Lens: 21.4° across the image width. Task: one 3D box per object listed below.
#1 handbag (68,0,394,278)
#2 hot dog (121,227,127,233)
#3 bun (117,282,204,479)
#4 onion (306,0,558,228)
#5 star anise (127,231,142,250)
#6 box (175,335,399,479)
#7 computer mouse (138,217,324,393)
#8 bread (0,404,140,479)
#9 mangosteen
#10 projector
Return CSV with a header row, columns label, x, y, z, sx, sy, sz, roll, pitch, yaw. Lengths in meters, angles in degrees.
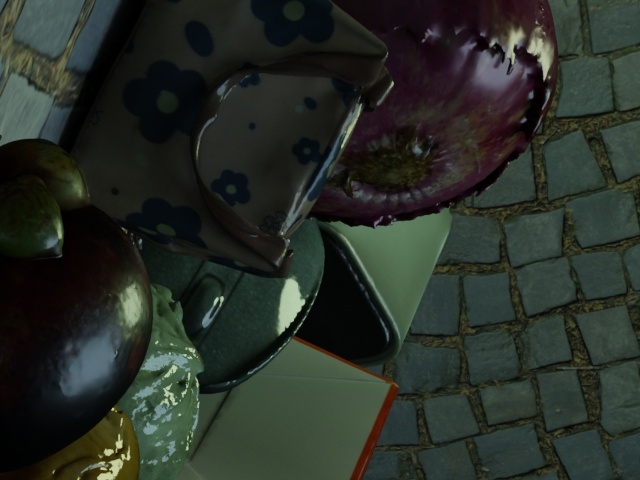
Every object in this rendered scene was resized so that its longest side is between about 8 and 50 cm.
label,x,y,z,sx,sy,sz,roll,pitch,yaw
handbag,-0.067,-0.100,1.341,0.251,0.193,0.190,-61,178,-1
hot dog,-0.196,0.007,1.526,0.034,0.030,0.090,-57,170,-61
bun,-0.167,0.108,1.445,0.212,0.126,0.204,-133,-158,-70
onion,0.055,-0.179,1.663,0.345,0.358,0.358,-84,-168,-52
star anise,-0.159,-0.054,1.581,0.141,0.042,0.141,-63,178,-3
box,-0.140,0.264,1.715,0.349,0.318,0.257,-62,174,-55
computer mouse,-0.099,0.005,1.726,0.114,0.203,0.374,-46,-164,33
bread,-0.255,0.249,1.220,0.195,0.148,0.344,-62,180,42
mangosteen,-0.183,0.027,0.938,0.200,0.200,0.200,24,90,-86
projector,0.000,0.000,2.184,0.248,0.248,0.249,59,37,-28
